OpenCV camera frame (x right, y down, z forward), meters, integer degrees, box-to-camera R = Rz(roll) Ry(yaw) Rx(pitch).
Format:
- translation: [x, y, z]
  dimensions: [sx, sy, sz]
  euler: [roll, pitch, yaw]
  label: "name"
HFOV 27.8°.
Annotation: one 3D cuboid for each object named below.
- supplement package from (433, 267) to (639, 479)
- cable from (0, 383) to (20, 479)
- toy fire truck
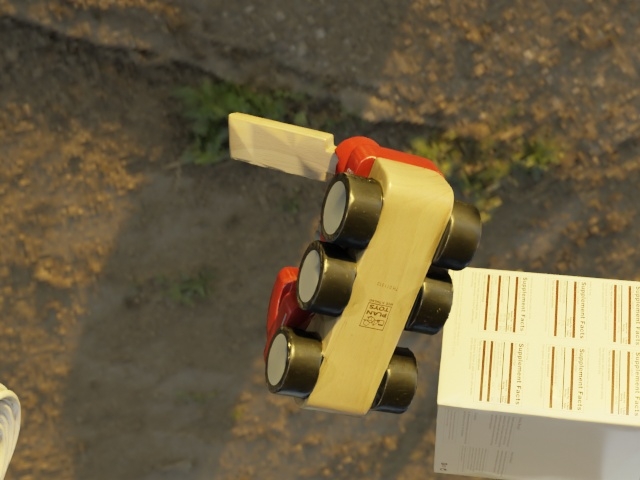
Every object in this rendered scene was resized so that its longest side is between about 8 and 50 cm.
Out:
- translation: [0.218, 0.138, 1.258]
  dimensions: [0.203, 0.149, 0.194]
  euler: [5, 152, 6]
  label: "supplement package"
- translation: [-0.370, 0.241, 1.202]
  dimensions: [0.089, 0.257, 0.257]
  euler: [18, 117, 6]
  label: "cable"
- translation: [0.000, 0.000, 1.112]
  dimensions: [0.159, 0.246, 0.217]
  euler: [12, 113, -20]
  label: "toy fire truck"
